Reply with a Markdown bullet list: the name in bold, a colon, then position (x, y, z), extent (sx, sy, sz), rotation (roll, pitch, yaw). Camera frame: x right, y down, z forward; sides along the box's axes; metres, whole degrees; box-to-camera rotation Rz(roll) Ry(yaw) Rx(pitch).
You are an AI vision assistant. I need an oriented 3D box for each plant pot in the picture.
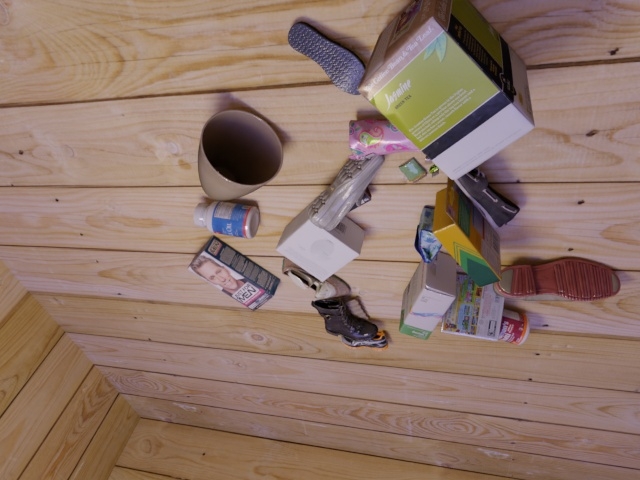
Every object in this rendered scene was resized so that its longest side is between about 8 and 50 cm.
- **plant pot**: position (-0.292, -0.239, 1.492), extent (0.257, 0.256, 0.274), rotation (34, 150, -15)

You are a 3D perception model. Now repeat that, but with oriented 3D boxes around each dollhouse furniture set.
- **dollhouse furniture set**: position (0.315, -0.221, 1.414), extent (0.076, 0.058, 0.152), rotation (42, 131, -21)

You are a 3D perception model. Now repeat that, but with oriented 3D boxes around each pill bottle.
- **pill bottle**: position (0.671, 0.313, 1.771), extent (0.222, 0.121, 0.121), rotation (16, 136, 2)
- **pill bottle**: position (-0.350, -0.081, 1.722), extent (0.222, 0.124, 0.124), rotation (8, 135, 11)

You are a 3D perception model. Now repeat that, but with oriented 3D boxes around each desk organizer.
- **desk organizer**: position (0.112, -0.140, 1.565), extent (0.130, 0.050, 0.047), rotation (-27, 120, 36)

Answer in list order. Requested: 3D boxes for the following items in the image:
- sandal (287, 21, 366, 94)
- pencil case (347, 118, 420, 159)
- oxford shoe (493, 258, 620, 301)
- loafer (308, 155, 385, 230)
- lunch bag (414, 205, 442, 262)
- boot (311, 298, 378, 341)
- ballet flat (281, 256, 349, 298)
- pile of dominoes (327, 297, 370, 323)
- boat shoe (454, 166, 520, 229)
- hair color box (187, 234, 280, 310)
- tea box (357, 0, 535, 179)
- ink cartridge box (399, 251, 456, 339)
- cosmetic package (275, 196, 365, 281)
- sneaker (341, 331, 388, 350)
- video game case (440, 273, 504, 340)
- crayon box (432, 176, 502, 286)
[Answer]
- **sandal**: position (0.031, -0.500, 1.251), extent (0.255, 0.054, 0.097), rotation (39, 126, -7)
- **pencil case**: position (0.216, -0.296, 1.319), extent (0.285, 0.124, 0.124), rotation (-1, 132, 23)
- **oxford shoe**: position (0.799, 0.145, 1.591), extent (0.398, 0.140, 0.146), rotation (2, 164, 10)
- **loafer**: position (0.094, -0.160, 1.475), extent (0.112, 0.112, 0.319), rotation (31, 115, -32)
- **lunch bag**: position (0.368, -0.018, 1.544), extent (0.097, 0.128, 0.151), rotation (7, 136, 14)
- **boot**: position (0.103, 0.329, 1.947), extent (0.263, 0.091, 0.228), rotation (2, 141, 16)
- **ballet flat**: position (-0.026, 0.172, 1.874), extent (0.316, 0.106, 0.107), rotation (30, 135, -12)
- **pile of dominoes**: position (0.113, 0.322, 2.040), extent (0.196, 0.040, 0.251), rotation (-9, 138, 25)
- **boat shoe**: position (0.485, -0.158, 1.382), extent (0.096, 0.112, 0.335), rotation (-37, 127, 22)
- **hair color box**: position (-0.366, 0.146, 1.961), extent (0.347, 0.105, 0.174), rotation (36, 133, -16)
- **tea box**: position (0.296, -0.383, 1.071), extent (0.324, 0.328, 0.220), rotation (39, 133, -18)
- **ink cartridge box**: position (0.392, 0.199, 1.694), extent (0.117, 0.201, 0.278), rotation (17, 135, 1)
- **cosmetic package**: position (0.000, 0.000, 1.675), extent (0.224, 0.138, 0.225), rotation (36, 132, -17)
- **sneaker**: position (0.199, 0.440, 2.088), extent (0.215, 0.084, 0.083), rotation (1, 121, 11)
- **video game case**: position (0.566, 0.244, 1.710), extent (0.207, 0.026, 0.226), rotation (8, 94, 11)
- **crayon box**: position (0.450, -0.033, 1.451), extent (0.083, 0.203, 0.323), rotation (-26, 120, 36)
